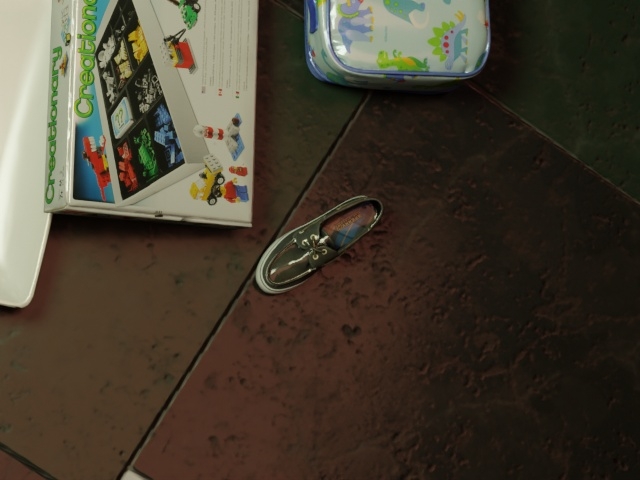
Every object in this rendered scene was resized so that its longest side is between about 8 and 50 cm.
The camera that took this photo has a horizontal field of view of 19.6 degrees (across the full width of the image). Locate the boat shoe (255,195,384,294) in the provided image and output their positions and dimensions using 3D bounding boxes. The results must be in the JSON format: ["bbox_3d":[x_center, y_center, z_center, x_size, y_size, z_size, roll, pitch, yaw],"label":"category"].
[{"bbox_3d":[0.000,0.000,1.741,0.142,0.040,0.049,-36,93,-17],"label":"boat shoe"}]

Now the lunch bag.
[{"bbox_3d":[0.068,-0.254,1.768,0.176,0.090,0.219,0,83,-16],"label":"lunch bag"}]

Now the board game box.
[{"bbox_3d":[-0.150,-0.169,1.686,0.193,0.053,0.305,6,82,-33],"label":"board game box"}]

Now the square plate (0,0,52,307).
[{"bbox_3d":[-0.387,-0.144,1.653,0.344,0.049,0.347,15,79,-13],"label":"square plate"}]
